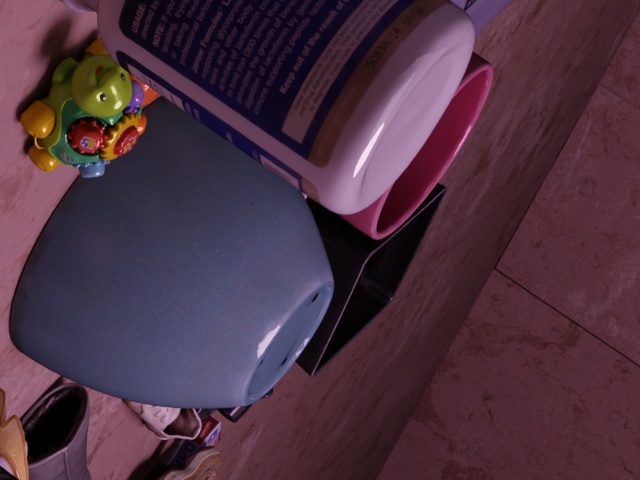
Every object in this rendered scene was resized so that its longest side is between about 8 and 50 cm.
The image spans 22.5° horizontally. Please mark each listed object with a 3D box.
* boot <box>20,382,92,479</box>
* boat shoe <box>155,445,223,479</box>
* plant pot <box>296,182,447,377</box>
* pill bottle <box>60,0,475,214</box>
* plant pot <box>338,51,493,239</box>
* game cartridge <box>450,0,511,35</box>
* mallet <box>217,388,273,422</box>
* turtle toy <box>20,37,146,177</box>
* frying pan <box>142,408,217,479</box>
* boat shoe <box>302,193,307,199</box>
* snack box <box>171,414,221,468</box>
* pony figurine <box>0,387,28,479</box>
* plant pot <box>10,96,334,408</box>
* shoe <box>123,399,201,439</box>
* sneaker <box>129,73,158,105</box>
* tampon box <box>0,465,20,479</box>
[{"bbox_3d":[-0.283,0.257,1.601,0.208,0.076,0.189,114,2,-63],"label":"boot"},{"bbox_3d":[-0.163,0.321,2.062,0.068,0.072,0.190,-51,171,22],"label":"boat shoe"},{"bbox_3d":[0.000,0.000,1.768,0.187,0.167,0.188,-41,161,-49],"label":"plant pot"},{"bbox_3d":[-0.047,-0.147,1.035,0.153,0.265,0.153,-52,168,-16],"label":"pill bottle"},{"bbox_3d":[0.038,-0.131,1.552,0.201,0.180,0.201,-52,166,-18],"label":"plant pot"},{"bbox_3d":[0.199,-0.326,1.919,0.355,0.068,0.230,-46,168,-36],"label":"game cartridge"},{"bbox_3d":[-0.085,0.196,2.107,0.062,0.039,0.190,-52,-173,-23],"label":"mallet"},{"bbox_3d":[-0.165,-0.095,1.174,0.095,0.066,0.130,-50,166,-22],"label":"turtle toy"},{"bbox_3d":[-0.127,0.189,2.038,0.326,0.053,0.197,-50,171,37],"label":"frying pan"},{"bbox_3d":[-0.082,-0.019,1.651,0.233,0.084,0.079,-54,180,-3],"label":"boat shoe"},{"bbox_3d":[-0.196,0.313,2.153,0.178,0.022,0.064,-49,164,-25],"label":"snack box"},{"bbox_3d":[-0.290,0.352,1.361,0.363,0.303,0.351,-75,161,-44],"label":"pony figurine"},{"bbox_3d":[-0.104,0.036,1.428,0.290,0.195,0.290,-51,166,-18],"label":"plant pot"},{"bbox_3d":[-0.173,0.183,1.838,0.076,0.058,0.219,-52,166,-14],"label":"shoe"},{"bbox_3d":[-0.094,-0.174,1.236,0.175,0.067,0.064,-56,169,9],"label":"sneaker"},{"bbox_3d":[-0.306,0.194,1.174,0.120,0.161,0.101,-56,166,-4],"label":"tampon box"}]
